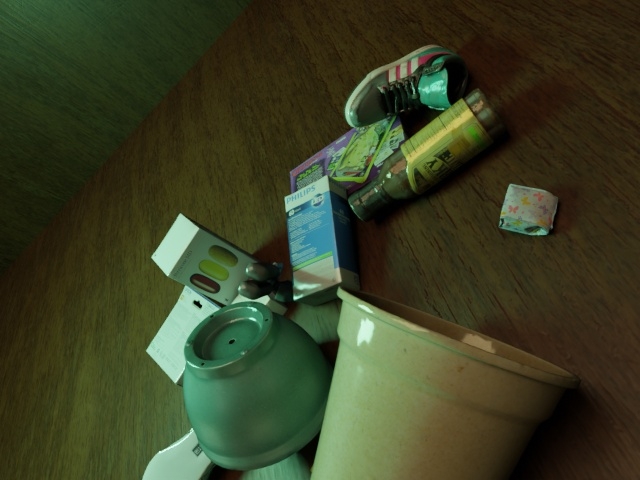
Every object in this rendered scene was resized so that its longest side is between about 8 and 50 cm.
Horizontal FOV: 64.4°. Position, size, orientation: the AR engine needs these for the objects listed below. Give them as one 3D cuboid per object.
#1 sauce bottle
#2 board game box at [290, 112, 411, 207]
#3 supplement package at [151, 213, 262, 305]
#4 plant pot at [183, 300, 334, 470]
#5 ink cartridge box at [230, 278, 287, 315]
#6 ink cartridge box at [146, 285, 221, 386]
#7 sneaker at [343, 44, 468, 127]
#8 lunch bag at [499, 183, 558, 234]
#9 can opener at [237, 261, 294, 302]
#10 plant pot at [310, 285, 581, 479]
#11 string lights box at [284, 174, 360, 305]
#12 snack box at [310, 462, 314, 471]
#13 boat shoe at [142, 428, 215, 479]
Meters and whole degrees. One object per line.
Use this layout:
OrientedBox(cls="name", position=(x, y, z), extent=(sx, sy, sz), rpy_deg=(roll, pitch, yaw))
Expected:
OrientedBox(cls="sauce bottle", position=(0.210, -0.161, 1.049), extent=(0.344, 0.111, 0.112), rpy_deg=(-38, 42, 24))
OrientedBox(cls="board game box", position=(0.069, -0.178, 1.254), extent=(0.346, 0.056, 0.208), rpy_deg=(-30, 49, 28))
OrientedBox(cls="supplement package", position=(-0.269, 0.061, 1.272), extent=(0.133, 0.244, 0.139), rpy_deg=(29, 86, 51))
OrientedBox(cls="plant pot", position=(-0.136, 0.240, 0.952), extent=(0.292, 0.196, 0.293), rpy_deg=(-16, 30, 10))
OrientedBox(cls="ink cartridge box", position=(-0.181, 0.204, 1.222), extent=(0.198, 0.067, 0.115), rpy_deg=(-53, 38, 1))
OrientedBox(cls="ink cartridge box", position=(-0.365, 0.254, 1.392), extent=(0.223, 0.045, 0.224), rpy_deg=(21, 78, 50))
OrientedBox(cls="sneaker", position=(0.209, -0.325, 1.121), extent=(0.295, 0.124, 0.178), rpy_deg=(-35, 37, -9))
OrientedBox(cls="lunch bag", position=(0.354, -0.049, 0.863), extent=(0.083, 0.053, 0.071), rpy_deg=(13, 71, 23))
OrientedBox(cls="can opener", position=(-0.095, 0.090, 1.075), extent=(0.283, 0.095, 0.076), rpy_deg=(31, -98, -86))
OrientedBox(cls="plant pot", position=(0.131, 0.263, 0.695), extent=(0.333, 0.333, 0.306), rpy_deg=(18, 88, 50))
OrientedBox(cls="string lights box", position=(0.000, 0.000, 1.134), extent=(0.133, 0.076, 0.260), rpy_deg=(-24, 59, 32))
OrientedBox(cls="snack box", position=(0.055, 0.366, 0.887), extent=(0.100, 0.037, 0.141), rpy_deg=(18, 77, 49))
OrientedBox(cls="boat shoe", position=(-0.256, 0.447, 1.101), extent=(0.108, 0.102, 0.301), rpy_deg=(42, 93, 18))
